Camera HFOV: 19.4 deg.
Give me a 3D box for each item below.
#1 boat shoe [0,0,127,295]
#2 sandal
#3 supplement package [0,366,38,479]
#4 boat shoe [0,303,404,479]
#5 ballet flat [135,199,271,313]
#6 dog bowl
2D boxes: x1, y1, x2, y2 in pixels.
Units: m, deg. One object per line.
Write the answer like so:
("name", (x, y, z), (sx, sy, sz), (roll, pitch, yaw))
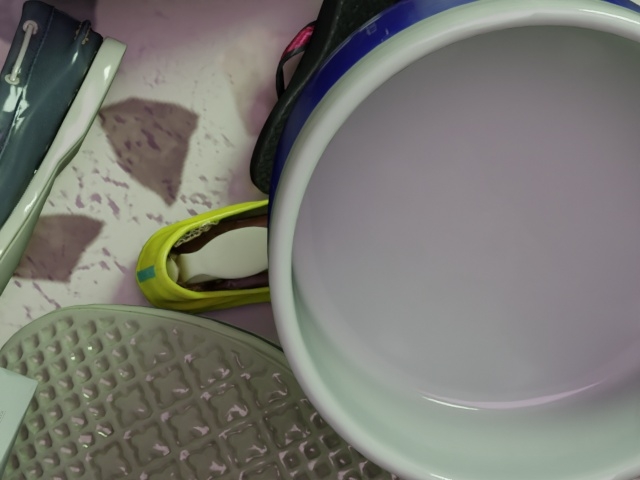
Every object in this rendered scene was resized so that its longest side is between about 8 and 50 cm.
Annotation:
("boat shoe", (-0.204, -0.029, 1.126), (0.079, 0.095, 0.254), (28, 78, -5))
("sandal", (0.004, -0.111, 1.183), (0.067, 0.040, 0.179), (18, 99, -43))
("supplement package", (-0.292, 0.150, 1.026), (0.203, 0.149, 0.194), (22, 112, -4))
("boat shoe", (0.029, 0.182, 1.104), (0.500, 0.156, 0.187), (20, 83, 11))
("ballet flat", (0.000, 0.000, 1.158), (0.231, 0.077, 0.077), (-12, 83, -9))
("dog bowl", (0.103, -0.003, 0.973), (0.264, 0.104, 0.265), (-1, 109, -3))
